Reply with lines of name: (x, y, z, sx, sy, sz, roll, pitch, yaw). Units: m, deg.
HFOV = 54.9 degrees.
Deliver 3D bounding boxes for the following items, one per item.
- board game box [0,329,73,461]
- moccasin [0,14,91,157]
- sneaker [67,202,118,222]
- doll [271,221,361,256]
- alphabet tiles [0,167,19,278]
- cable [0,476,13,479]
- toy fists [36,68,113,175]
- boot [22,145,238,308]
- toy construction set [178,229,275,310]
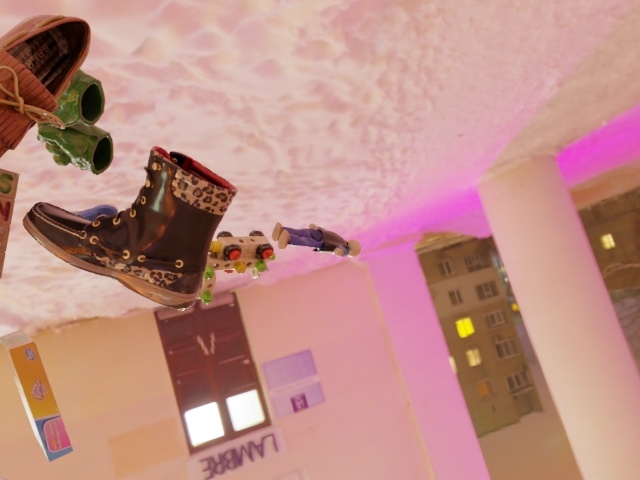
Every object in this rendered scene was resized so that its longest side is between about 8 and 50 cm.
board game box: (-0.776, 0.413, 1.675, 0.064, 0.316, 0.242, -21, -169, -31)
moccasin: (-0.478, -0.232, 0.969, 0.147, 0.139, 0.379, -6, -140, 26)
sneaker: (-0.618, -0.054, 1.640, 0.152, 0.058, 0.084, -8, -151, -9)
doll: (0.000, 0.000, 1.235, 0.189, 0.046, 0.129, 10, -159, -28)
alphabet tiles: (-0.715, -0.050, 1.176, 0.011, 0.342, 0.285, 4, 173, 24)
cable: (-0.392, 0.324, 0.591, 0.257, 0.089, 0.257, -5, -167, -14)
toy fists: (-0.512, -0.246, 1.238, 0.096, 0.142, 0.279, -56, 169, -33)
boot: (-0.372, -0.057, 1.232, 0.284, 0.378, 0.138, -61, -178, 16)
toy construction set: (-0.247, 0.069, 1.678, 0.328, 0.151, 0.215, -16, 141, -49)
